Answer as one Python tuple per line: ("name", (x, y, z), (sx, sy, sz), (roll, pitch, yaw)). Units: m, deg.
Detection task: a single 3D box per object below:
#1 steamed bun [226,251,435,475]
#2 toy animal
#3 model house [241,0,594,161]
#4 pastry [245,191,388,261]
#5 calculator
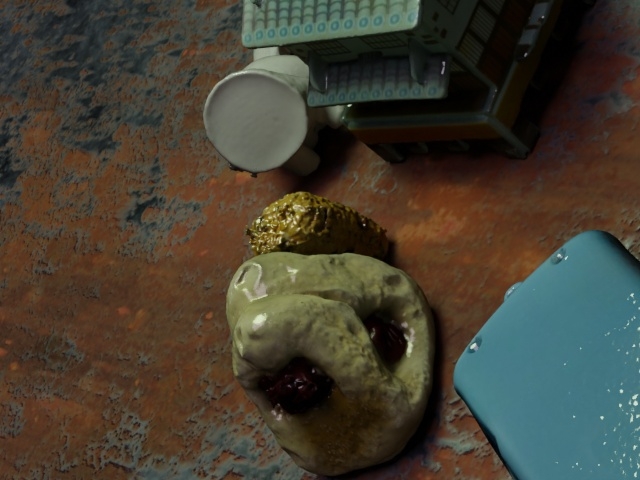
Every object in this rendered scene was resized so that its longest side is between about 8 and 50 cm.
("steamed bun", (-0.006, 0.079, 1.283), (0.141, 0.155, 0.172), (-31, 40, 31))
("toy animal", (-0.036, -0.138, 1.583), (0.221, 0.130, 0.104), (-76, -1, -69))
("model house", (0.078, -0.198, 1.377), (0.224, 0.215, 0.198), (3, 61, 50))
("pastry", (0.000, 0.000, 1.360), (0.080, 0.140, 0.056), (-44, 60, 9))
("calculator", (0.193, 0.107, 1.122), (0.173, 0.051, 0.293), (-48, 34, 9))
